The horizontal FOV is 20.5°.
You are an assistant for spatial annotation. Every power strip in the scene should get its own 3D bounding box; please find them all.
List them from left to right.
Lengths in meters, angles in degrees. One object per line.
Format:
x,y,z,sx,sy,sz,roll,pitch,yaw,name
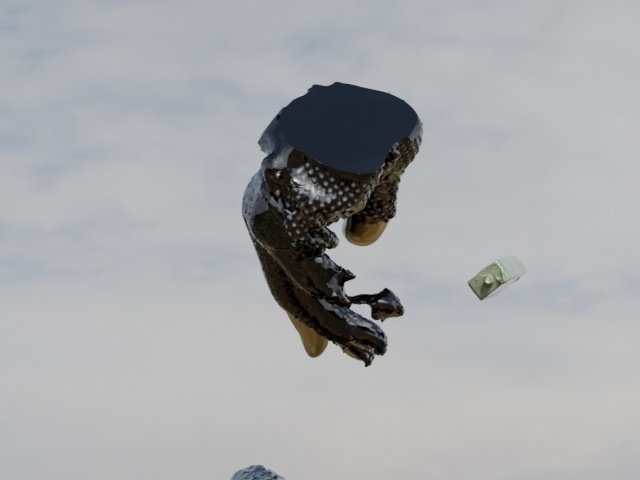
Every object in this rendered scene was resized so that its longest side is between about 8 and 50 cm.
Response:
0.112,0.024,1.120,0.027,0.017,0.083,-41,-9,12,power strip

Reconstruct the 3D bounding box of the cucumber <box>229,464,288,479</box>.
-0.026,0.169,1.085,0.052,0.058,0.214,25,-8,-15,cucumber

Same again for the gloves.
-0.003,0.001,1.070,0.106,0.129,0.181,9,-54,-11,gloves
